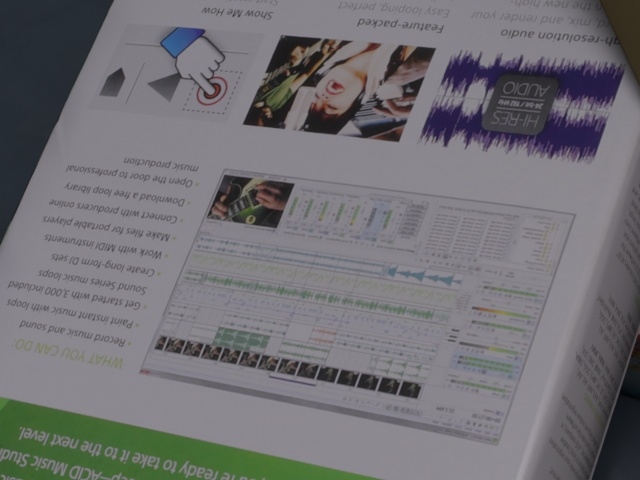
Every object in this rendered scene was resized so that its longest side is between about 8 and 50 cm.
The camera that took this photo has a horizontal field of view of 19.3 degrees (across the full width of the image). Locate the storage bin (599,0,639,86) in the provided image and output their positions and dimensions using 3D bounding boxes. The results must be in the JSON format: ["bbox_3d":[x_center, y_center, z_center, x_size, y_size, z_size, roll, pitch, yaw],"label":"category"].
[{"bbox_3d":[0.182,-0.079,0.490,0.123,0.260,0.262,-20,80,-16],"label":"storage bin"}]

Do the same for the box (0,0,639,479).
[{"bbox_3d":[0.000,0.000,0.655,0.232,0.058,0.322,9,64,31],"label":"box"}]

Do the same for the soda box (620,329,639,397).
[{"bbox_3d":[0.169,0.035,0.655,0.183,0.063,0.058,17,68,13],"label":"soda box"}]
